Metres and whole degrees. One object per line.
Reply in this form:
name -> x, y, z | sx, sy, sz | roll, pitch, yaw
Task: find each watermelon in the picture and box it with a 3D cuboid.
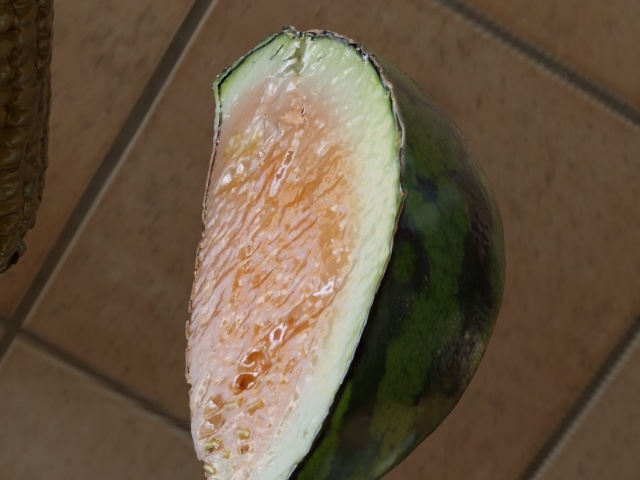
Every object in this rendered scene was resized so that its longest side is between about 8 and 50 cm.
watermelon -> 0.002, 0.004, 0.688 | 0.119, 0.245, 0.063 | -28, 132, 21

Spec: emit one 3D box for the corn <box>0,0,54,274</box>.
corn -> -0.179, -0.102, 0.911 | 0.119, 0.119, 0.322 | 12, 119, 0
